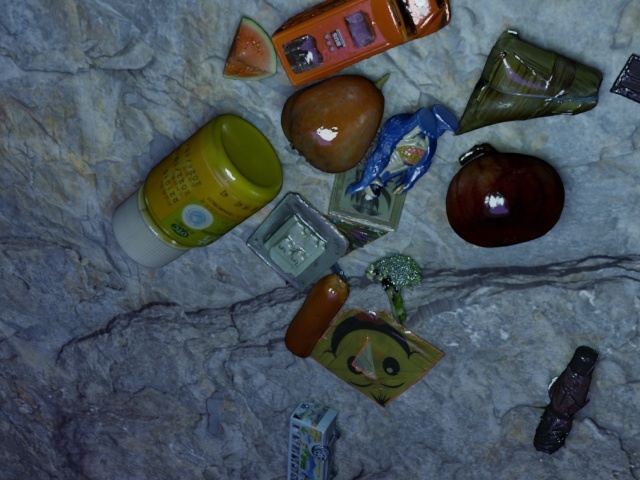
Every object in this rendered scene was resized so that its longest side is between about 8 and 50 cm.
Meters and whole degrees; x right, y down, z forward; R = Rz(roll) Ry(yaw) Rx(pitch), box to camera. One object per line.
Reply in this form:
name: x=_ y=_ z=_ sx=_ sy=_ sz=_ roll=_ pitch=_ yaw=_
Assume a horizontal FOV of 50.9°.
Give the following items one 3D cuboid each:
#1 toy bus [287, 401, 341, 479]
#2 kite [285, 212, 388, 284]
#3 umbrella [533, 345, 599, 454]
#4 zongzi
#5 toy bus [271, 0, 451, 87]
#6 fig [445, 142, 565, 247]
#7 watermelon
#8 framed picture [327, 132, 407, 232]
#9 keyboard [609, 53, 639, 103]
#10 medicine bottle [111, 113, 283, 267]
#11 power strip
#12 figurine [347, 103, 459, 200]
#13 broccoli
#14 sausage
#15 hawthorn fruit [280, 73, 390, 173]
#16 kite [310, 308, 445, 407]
toy bus: x=-0.023 y=0.622 z=1.948 sx=0.136 sy=0.109 sz=0.329 roll=16 pitch=122 yaw=19
kite: x=0.000 y=0.000 z=1.640 sx=0.321 sy=0.016 sz=0.234 roll=-29 pitch=105 yaw=28
umbrella: x=0.595 y=0.392 z=1.632 sx=0.090 sy=0.094 sz=0.326 roll=8 pitch=122 yaw=-4
zongzi: x=0.402 y=-0.260 z=1.317 sx=0.221 sy=0.112 sz=0.242 roll=22 pitch=133 yaw=2
toy bus: x=0.078 y=-0.414 z=1.297 sx=0.329 sy=0.153 sz=0.143 roll=-16 pitch=111 yaw=24
fig: x=0.367 y=-0.089 z=1.361 sx=0.235 sy=0.235 sz=0.214 roll=16 pitch=85 yaw=8
watermelon: x=-0.164 y=-0.399 z=1.417 sx=0.125 sy=0.094 sz=0.135 roll=5 pitch=116 yaw=24
framed picture: x=0.115 y=-0.137 z=1.526 sx=0.173 sy=0.010 sz=0.231 roll=15 pitch=122 yaw=8
keyboard: x=0.684 y=-0.271 z=1.270 sx=0.251 sy=0.017 sz=0.087 roll=23 pitch=124 yaw=4
medicine bottle: x=-0.290 y=-0.100 z=1.546 sx=0.384 sy=0.224 sz=0.224 roll=-31 pitch=106 yaw=29
power strip: x=-0.062 y=0.016 z=1.621 sx=0.198 sy=0.064 sz=0.213 roll=41 pitch=122 yaw=-4
figurine: x=0.162 y=-0.185 z=1.407 sx=0.262 sy=0.164 sz=0.120 roll=-41 pitch=62 yaw=29
broccoli: x=0.181 y=0.121 z=1.612 sx=0.122 sy=0.118 sz=0.204 roll=-16 pitch=134 yaw=-8
sausage: x=-0.017 y=0.199 z=1.711 sx=0.089 sy=0.083 sz=0.300 roll=27 pitch=127 yaw=-4
hawthorn fruit: x=0.046 y=-0.260 z=1.388 sx=0.251 sy=0.199 sz=0.199 roll=-39 pitch=104 yaw=1
kite: x=0.142 y=0.316 z=1.773 sx=0.378 sy=0.013 sz=0.327 roll=-1 pitch=118 yaw=19
